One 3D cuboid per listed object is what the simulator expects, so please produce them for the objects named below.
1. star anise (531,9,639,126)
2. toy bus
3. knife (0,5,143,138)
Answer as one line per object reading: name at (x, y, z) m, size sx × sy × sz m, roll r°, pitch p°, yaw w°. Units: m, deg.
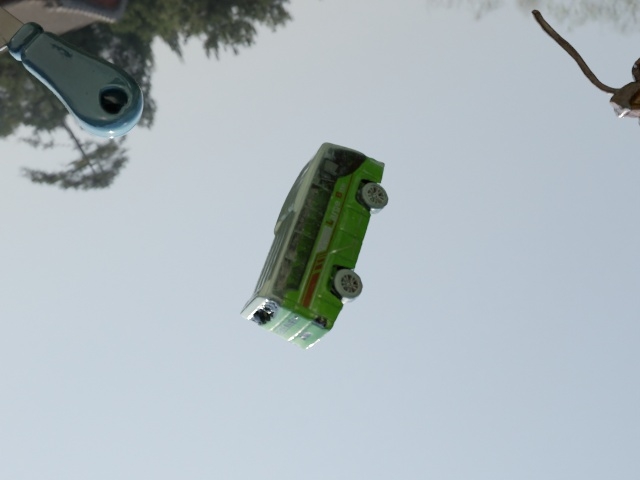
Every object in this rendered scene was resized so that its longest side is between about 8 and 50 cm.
star anise at (0.361, -0.210, 1.133) m, size 0.148 × 0.219 × 0.227 m, roll -11°, pitch -170°, yaw -30°
toy bus at (0.000, 0.000, 0.340) m, size 0.031 × 0.037 × 0.083 m, roll -47°, pitch -160°, yaw 54°
knife at (-0.235, -0.150, 0.609) m, size 0.058 × 0.244 × 0.032 m, roll -58°, pitch -175°, yaw -13°
